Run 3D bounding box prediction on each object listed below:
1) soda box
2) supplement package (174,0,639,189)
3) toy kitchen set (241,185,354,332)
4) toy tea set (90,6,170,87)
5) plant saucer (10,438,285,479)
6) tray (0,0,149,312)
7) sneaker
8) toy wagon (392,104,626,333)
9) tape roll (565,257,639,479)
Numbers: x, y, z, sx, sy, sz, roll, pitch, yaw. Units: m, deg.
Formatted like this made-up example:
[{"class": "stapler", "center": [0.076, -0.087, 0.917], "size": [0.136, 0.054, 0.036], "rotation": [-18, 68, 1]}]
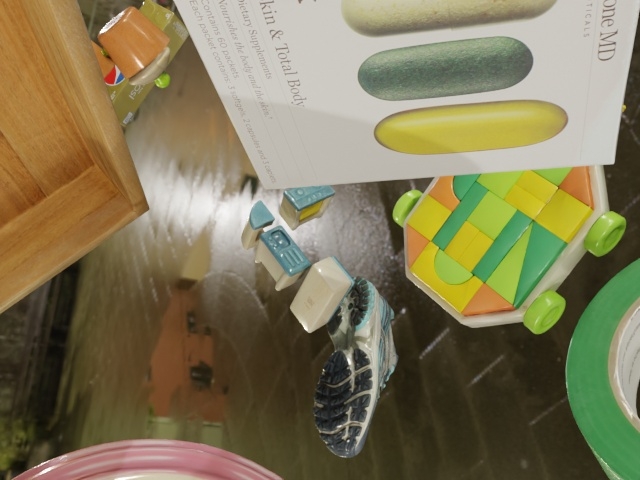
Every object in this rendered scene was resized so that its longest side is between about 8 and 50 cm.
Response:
[{"class": "soda box", "center": [-0.280, -0.269, 1.065], "size": [0.181, 0.061, 0.058], "rotation": [-56, -21, -3]}, {"class": "supplement package", "center": [0.068, -0.179, 0.499], "size": [0.199, 0.263, 0.198], "rotation": [67, -156, -53]}, {"class": "toy kitchen set", "center": [0.000, 0.000, 1.075], "size": [0.207, 0.166, 0.122], "rotation": [51, 144, 18]}, {"class": "toy tea set", "center": [-0.315, -0.175, 0.928], "size": [0.336, 0.124, 0.200], "rotation": [-8, 44, 44]}, {"class": "plant saucer", "center": [-0.104, 0.268, 0.401], "size": [0.084, 0.332, 0.332], "rotation": [110, 160, -51]}, {"class": "tray", "center": [-0.226, -0.066, 0.384], "size": [0.076, 0.203, 0.411], "rotation": [48, 162, 12]}, {"class": "sneaker", "center": [0.075, 0.202, 1.099], "size": [0.110, 0.122, 0.283], "rotation": [-16, 52, 39]}, {"class": "toy wagon", "center": [0.253, -0.059, 0.907], "size": [0.267, 0.068, 0.344], "rotation": [42, 103, 37]}, {"class": "tape roll", "center": [0.395, 0.123, 0.636], "size": [0.321, 0.077, 0.321], "rotation": [-25, 34, 19]}]
